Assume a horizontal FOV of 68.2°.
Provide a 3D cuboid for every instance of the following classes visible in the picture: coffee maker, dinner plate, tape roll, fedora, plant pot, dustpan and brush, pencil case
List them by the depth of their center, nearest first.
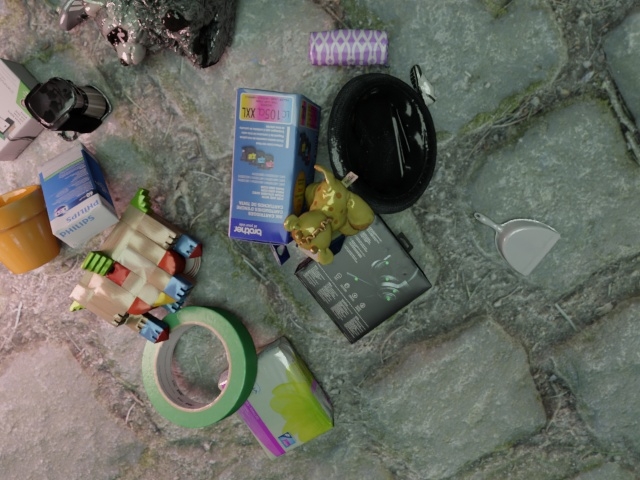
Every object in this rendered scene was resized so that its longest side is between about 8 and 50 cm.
[{"bbox_3d":[0.128,-0.228,1.163,0.334,0.152,0.334,0,90,-24],"label":"fedora"},{"bbox_3d":[0.071,-0.477,1.172,0.206,0.088,0.086,2,104,2],"label":"pencil case"},{"bbox_3d":[-0.641,-0.321,1.195,0.120,0.178,0.171,26,101,-1],"label":"coffee maker"},{"bbox_3d":[0.504,-0.014,1.261,0.211,0.060,0.147,27,114,-9],"label":"dustpan and brush"},{"bbox_3d":[-0.809,-0.021,1.266,0.205,0.205,0.188,-15,116,6],"label":"plant pot"},{"bbox_3d":[-0.335,0.341,1.301,0.321,0.077,0.321,-2,82,18],"label":"tape roll"},{"bbox_3d":[-0.407,0.051,1.337,0.141,0.017,0.141,0,100,3],"label":"dinner plate"}]

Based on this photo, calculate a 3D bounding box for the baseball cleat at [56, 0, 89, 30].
[{"bbox_3d":[-0.573,-0.595,1.193,0.109,0.072,0.206,40,104,-12],"label":"baseball cleat"}]

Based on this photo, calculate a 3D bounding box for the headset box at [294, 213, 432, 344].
[{"bbox_3d":[0.119,0.084,1.256,0.283,0.131,0.246,-39,96,9],"label":"headset box"}]

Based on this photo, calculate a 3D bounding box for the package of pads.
[{"bbox_3d":[-0.118,0.451,1.357,0.229,0.101,0.296,-32,98,9],"label":"package of pads"}]

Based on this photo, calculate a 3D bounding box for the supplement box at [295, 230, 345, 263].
[{"bbox_3d":[0.000,0.000,1.145,0.083,0.083,0.056,35,130,22],"label":"supplement box"}]

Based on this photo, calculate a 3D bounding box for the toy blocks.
[{"bbox_3d":[-0.452,0.094,1.246,0.261,0.191,0.381,33,91,-1],"label":"toy blocks"}]

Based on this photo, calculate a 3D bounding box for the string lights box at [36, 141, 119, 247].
[{"bbox_3d":[-0.617,-0.120,1.196,0.133,0.077,0.260,-31,57,-4],"label":"string lights box"}]

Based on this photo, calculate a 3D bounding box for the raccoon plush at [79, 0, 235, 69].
[{"bbox_3d":[-0.356,-0.616,1.162,0.299,0.216,0.446,22,72,12],"label":"raccoon plush"}]

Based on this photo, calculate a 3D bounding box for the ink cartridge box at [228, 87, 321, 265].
[{"bbox_3d":[-0.107,-0.146,1.153,0.151,0.270,0.395,9,102,9],"label":"ink cartridge box"}]

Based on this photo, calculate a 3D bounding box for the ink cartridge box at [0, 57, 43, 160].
[{"bbox_3d":[-0.829,-0.337,1.245,0.219,0.092,0.160,-42,96,9],"label":"ink cartridge box"}]

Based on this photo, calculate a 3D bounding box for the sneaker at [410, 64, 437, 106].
[{"bbox_3d":[0.263,-0.397,1.207,0.043,0.040,0.109,-24,103,-9],"label":"sneaker"}]

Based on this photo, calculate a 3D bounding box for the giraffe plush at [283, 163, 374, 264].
[{"bbox_3d":[0.006,-0.041,1.037,0.181,0.210,0.170,31,69,10],"label":"giraffe plush"}]
